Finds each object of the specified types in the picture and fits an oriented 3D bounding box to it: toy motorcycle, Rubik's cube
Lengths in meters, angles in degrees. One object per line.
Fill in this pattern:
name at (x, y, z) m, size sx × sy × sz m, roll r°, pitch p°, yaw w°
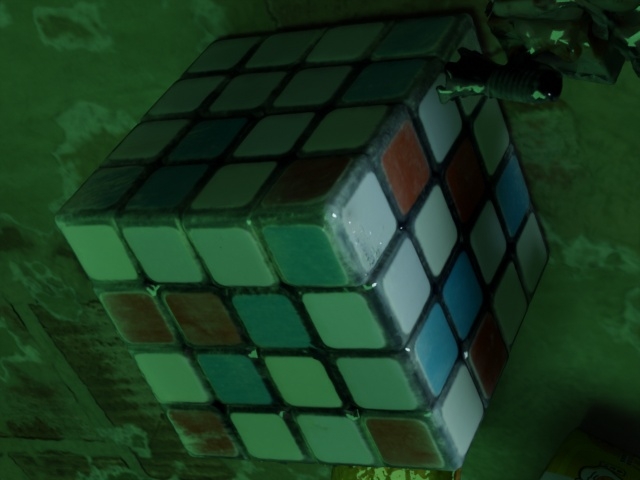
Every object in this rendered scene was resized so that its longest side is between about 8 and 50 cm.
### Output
toy motorcycle at (0.172, -0.151, 0.848) m, size 0.401 × 0.134 × 0.207 m, roll 6°, pitch 152°, yaw 41°
Rubik's cube at (0.000, 0.001, 1.046) m, size 0.259 × 0.256 × 0.253 m, roll -1°, pitch 129°, yaw 32°

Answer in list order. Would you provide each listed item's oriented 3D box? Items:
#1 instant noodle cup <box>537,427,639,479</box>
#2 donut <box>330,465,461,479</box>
instant noodle cup at (0.261, 0.301, 1.196) m, size 0.200 × 0.264 × 0.264 m, roll 32°, pitch 140°, yaw 16°
donut at (0.069, 0.213, 1.170) m, size 0.112 × 0.151 × 0.295 m, roll 9°, pitch 176°, yaw 10°
